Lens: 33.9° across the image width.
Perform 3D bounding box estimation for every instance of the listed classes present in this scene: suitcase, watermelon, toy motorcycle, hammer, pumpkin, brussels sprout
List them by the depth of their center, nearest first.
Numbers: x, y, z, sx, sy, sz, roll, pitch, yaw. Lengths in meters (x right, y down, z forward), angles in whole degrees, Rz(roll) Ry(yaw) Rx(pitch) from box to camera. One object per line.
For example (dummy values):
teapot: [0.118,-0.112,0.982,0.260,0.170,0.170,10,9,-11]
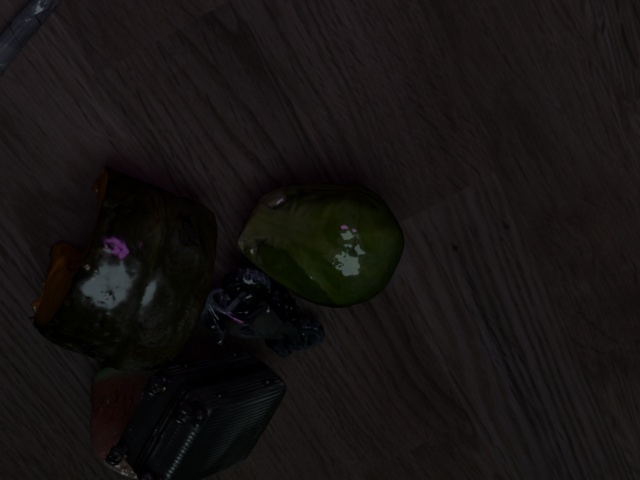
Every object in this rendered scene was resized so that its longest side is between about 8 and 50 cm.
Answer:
hammer: [-0.360,-0.378,1.523,0.152,0.044,0.427,30,114,-37]
pumpkin: [-0.312,0.058,1.677,0.225,0.256,0.303,17,131,-23]
brussels sprout: [0.000,0.000,1.729,0.271,0.219,0.210,18,105,10]
suitcase: [-0.201,0.303,1.773,0.202,0.128,0.312,-60,157,16]
toy motorcycle: [-0.111,0.136,1.844,0.159,0.106,0.270,-21,140,19]
watermelon: [-0.326,0.352,1.882,0.148,0.226,0.318,6,117,23]
